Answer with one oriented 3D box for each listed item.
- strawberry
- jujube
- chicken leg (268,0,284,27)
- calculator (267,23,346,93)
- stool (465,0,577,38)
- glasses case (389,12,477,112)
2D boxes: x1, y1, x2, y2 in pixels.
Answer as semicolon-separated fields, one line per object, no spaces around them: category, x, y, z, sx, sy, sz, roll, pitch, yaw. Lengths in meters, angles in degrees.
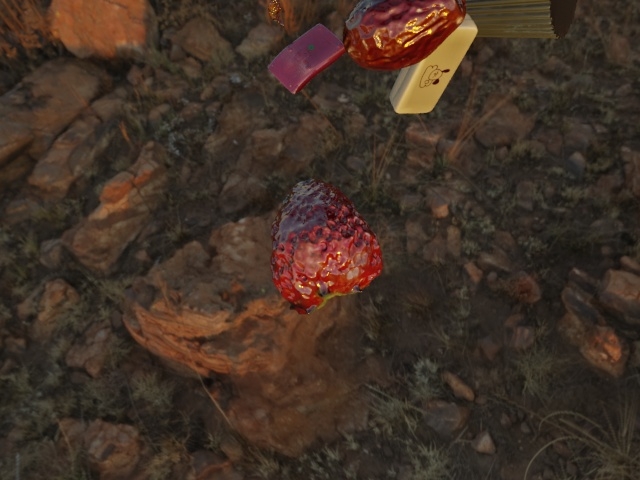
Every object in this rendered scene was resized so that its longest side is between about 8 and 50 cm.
strawberry;0.001;0.010;1.310;0.292;0.310;0.292;-20;15;5
jujube;0.187;-0.508;1.196;0.290;0.197;0.197;-10;47;36
chicken leg;-0.121;-0.613;1.386;0.036;0.083;0.021;-4;52;6
calculator;-0.036;-0.478;1.336;0.190;0.034;0.126;-40;67;-1
stool;0.519;-0.712;1.443;0.330;0.297;0.297;12;56;36
glasses case;0.307;-0.489;1.443;0.131;0.313;0.070;-6;62;-19
